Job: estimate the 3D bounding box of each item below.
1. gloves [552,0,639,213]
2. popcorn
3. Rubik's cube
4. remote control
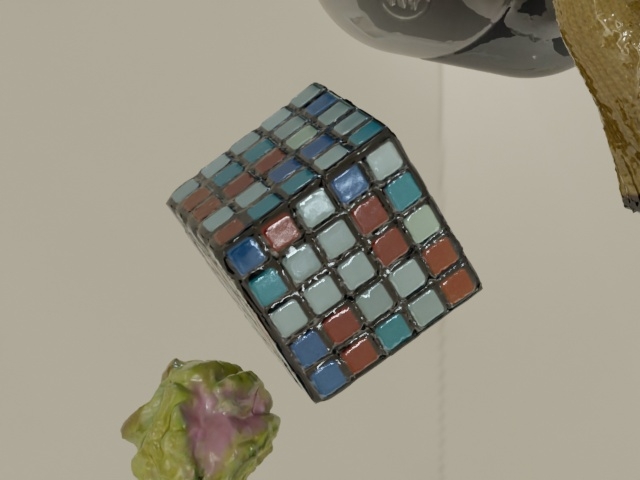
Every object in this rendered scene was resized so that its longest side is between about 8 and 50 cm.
[{"bbox_3d":[0.236,-0.183,0.995,0.203,0.155,0.357,-8,110,3],"label":"gloves"},{"bbox_3d":[-0.107,0.176,1.399,0.125,0.126,0.145,1,95,-44],"label":"popcorn"},{"bbox_3d":[0.000,0.000,1.383,0.187,0.182,0.184,-38,117,-5],"label":"Rubik's cube"},{"bbox_3d":[0.146,-0.280,1.541,0.332,0.103,0.221,11,107,3],"label":"remote control"}]
